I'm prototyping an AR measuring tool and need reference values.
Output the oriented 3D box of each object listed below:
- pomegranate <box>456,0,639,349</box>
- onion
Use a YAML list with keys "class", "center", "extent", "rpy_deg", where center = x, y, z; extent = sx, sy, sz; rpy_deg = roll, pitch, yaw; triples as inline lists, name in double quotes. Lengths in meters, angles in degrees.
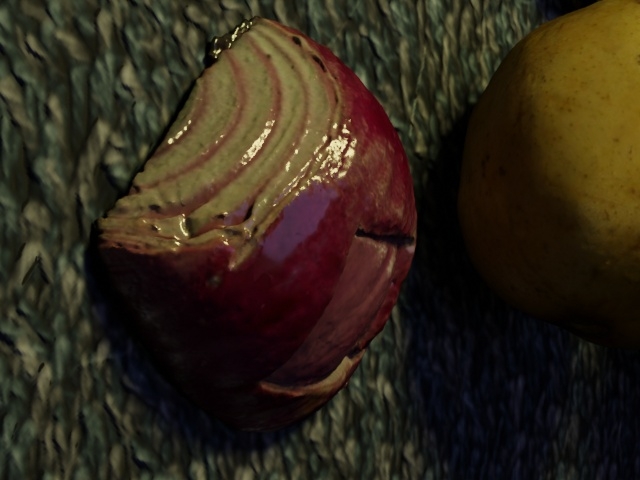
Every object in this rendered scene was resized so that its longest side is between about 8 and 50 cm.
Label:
- class: "pomegranate"
  center: [0.229, -0.048, 1.365]
  extent: [0.260, 0.260, 0.260]
  rpy_deg: [-1, 91, -54]
- class: "onion"
  center: [0.000, 0.000, 1.177]
  extent: [0.247, 0.111, 0.250]
  rpy_deg: [56, 46, -35]
